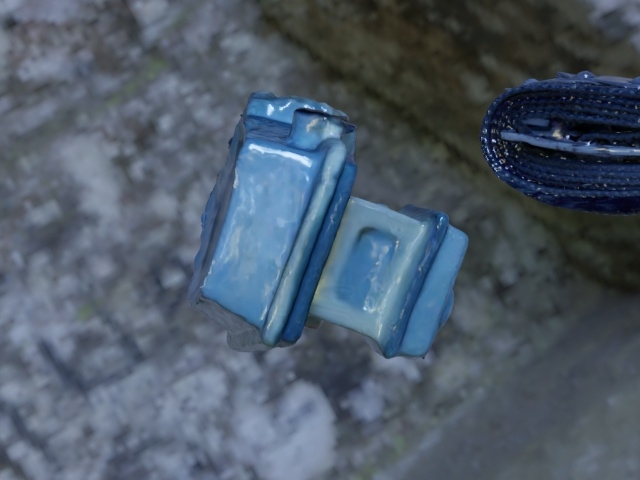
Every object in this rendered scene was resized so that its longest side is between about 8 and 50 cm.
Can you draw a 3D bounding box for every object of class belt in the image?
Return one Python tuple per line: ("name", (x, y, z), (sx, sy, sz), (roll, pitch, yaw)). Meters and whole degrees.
("belt", (0.263, -0.089, 1.623), (0.218, 0.122, 0.128), (9, 12, 33))

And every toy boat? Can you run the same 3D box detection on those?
("toy boat", (0.000, 0.000, 0.754), (0.238, 0.098, 0.109), (-149, 78, -84))
